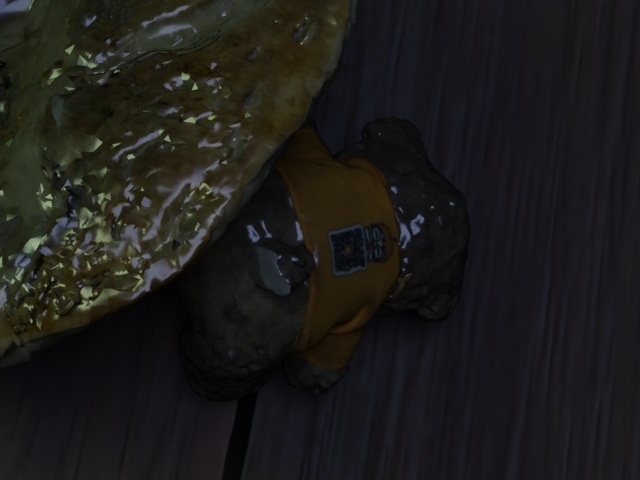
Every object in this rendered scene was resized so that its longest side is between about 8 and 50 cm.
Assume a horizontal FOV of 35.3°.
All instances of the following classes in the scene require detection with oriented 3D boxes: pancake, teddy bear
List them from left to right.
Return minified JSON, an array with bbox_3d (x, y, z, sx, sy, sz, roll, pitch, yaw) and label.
[{"bbox_3d":[-0.158,-0.101,0.552,0.387,0.082,0.386,-9,60,16],"label":"pancake"},{"bbox_3d":[0.000,0.000,0.583,0.190,0.140,0.177,-15,92,-29],"label":"teddy bear"}]
